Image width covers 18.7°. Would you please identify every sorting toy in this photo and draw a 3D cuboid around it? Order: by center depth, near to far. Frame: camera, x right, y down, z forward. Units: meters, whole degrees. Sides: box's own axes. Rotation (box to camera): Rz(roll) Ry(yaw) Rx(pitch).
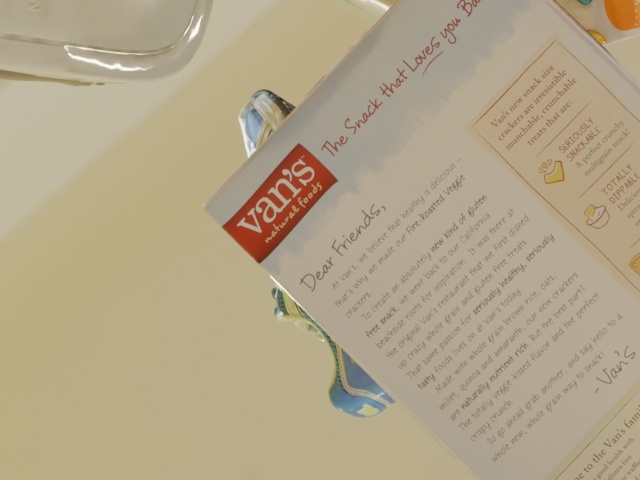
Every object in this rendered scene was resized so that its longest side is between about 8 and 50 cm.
[{"bbox_3d":[0.107,-0.122,0.916,0.083,0.045,0.075,-15,-87,40],"label":"sorting toy"}]

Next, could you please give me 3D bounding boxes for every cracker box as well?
[{"bbox_3d":[0.091,0.010,0.774,0.232,0.067,0.156,45,-79,2],"label":"cracker box"}]

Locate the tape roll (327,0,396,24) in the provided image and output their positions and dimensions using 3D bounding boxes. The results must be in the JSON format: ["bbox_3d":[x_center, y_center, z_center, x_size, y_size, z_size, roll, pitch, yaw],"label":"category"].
[{"bbox_3d":[0.090,-0.257,1.329,0.169,0.246,0.246,30,-95,30],"label":"tape roll"}]

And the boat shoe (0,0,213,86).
[{"bbox_3d":[-0.155,-0.106,0.573,0.097,0.324,0.116,5,-90,30],"label":"boat shoe"}]

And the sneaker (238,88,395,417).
[{"bbox_3d":[0.000,0.000,0.970,0.081,0.080,0.211,-48,-138,15],"label":"sneaker"}]
